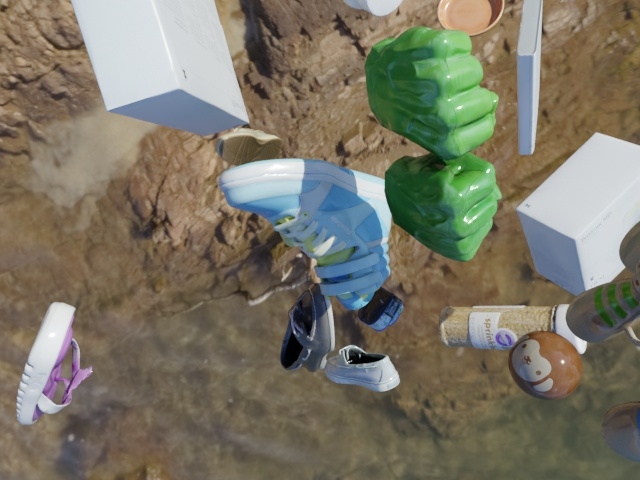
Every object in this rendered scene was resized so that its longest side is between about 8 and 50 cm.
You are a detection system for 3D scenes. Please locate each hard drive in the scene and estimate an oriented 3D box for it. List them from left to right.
[{"bbox_3d":[0.570,-0.439,1.332,0.047,0.232,0.353,4,150,25],"label":"hard drive"}]

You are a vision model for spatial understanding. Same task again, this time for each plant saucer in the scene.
[{"bbox_3d":[0.470,-0.721,1.534,0.200,0.037,0.199,-4,76,17],"label":"plant saucer"}]

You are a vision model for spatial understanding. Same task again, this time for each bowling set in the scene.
[{"bbox_3d":[0.259,0.089,0.345,0.200,0.154,0.286,-7,66,-12],"label":"bowling set"}]

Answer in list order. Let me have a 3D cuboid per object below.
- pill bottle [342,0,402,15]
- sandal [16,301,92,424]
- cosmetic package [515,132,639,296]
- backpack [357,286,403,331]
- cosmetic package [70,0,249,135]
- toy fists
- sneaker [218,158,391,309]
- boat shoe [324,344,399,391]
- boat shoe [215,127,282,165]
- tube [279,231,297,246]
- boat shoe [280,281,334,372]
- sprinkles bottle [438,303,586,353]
[{"bbox_3d":[0.059,-0.497,0.884,0.208,0.119,0.119,48,112,31],"label":"pill bottle"},{"bbox_3d":[-0.493,0.255,0.924,0.102,0.169,0.416,20,145,-19],"label":"sandal"},{"bbox_3d":[0.530,-0.042,0.950,0.224,0.138,0.224,-43,130,-4],"label":"cosmetic package"},{"bbox_3d":[0.169,0.195,1.369,0.084,0.105,0.114,37,87,-32],"label":"backpack"},{"bbox_3d":[-0.215,-0.307,0.682,0.098,0.377,0.284,-17,96,5],"label":"cosmetic package"},{"bbox_3d":[0.138,-0.101,0.563,0.096,0.142,0.279,-22,122,-13],"label":"toy fists"},{"bbox_3d":[0.000,0.000,0.717,0.127,0.319,0.208,-10,79,48],"label":"sneaker"},{"bbox_3d":[0.081,0.271,1.083,0.228,0.079,0.081,-7,103,54],"label":"boat shoe"},{"bbox_3d":[-0.245,-0.313,1.583,0.098,0.302,0.109,32,116,21],"label":"boat shoe"},{"bbox_3d":[-0.083,-0.058,1.146,0.070,0.240,0.062,-32,66,-8],"label":"tube"},{"bbox_3d":[-0.034,0.196,0.998,0.096,0.112,0.335,-9,148,-10],"label":"boat shoe"},{"bbox_3d":[0.499,0.231,1.293,0.356,0.121,0.121,-7,109,38],"label":"sprinkles bottle"}]
